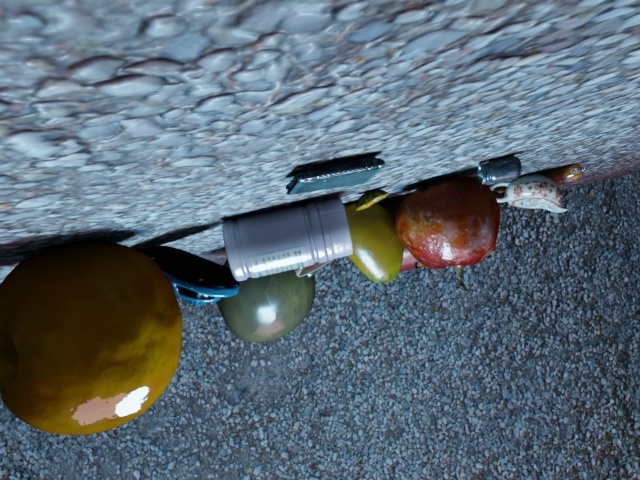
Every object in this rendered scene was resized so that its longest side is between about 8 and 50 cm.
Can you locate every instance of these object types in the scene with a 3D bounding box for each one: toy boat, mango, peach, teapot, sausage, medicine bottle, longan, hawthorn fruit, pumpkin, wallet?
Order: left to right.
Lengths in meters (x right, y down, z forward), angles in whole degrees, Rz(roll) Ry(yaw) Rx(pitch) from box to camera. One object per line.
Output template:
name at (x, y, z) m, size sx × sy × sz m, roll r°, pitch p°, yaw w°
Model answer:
peach at (-0.408, 0.171, 1.037) m, size 0.343 × 0.343 × 0.301 m, roll -15°, pitch 174°, yaw 43°
toy boat at (-0.303, 0.092, 1.271) m, size 0.299 × 0.092 × 0.134 m, roll 19°, pitch -166°, yaw 37°
longan at (-0.191, 0.174, 1.984) m, size 0.336 × 0.404 × 0.404 m, roll 27°, pitch 175°, yaw -2°
medicine bottle at (-0.067, -0.004, 1.188) m, size 0.249 × 0.133 × 0.133 m, roll -14°, pitch 177°, yaw -1°
wallet at (0.019, -0.094, 0.820) m, size 0.129 × 0.026 × 0.088 m, roll -11°, pitch 173°, yaw -17°
pumpkin at (0.109, -0.093, 1.252) m, size 0.083 × 0.028 × 0.050 m, roll -24°, pitch 171°, yaw 26°
mango at (0.131, 0.000, 1.427) m, size 0.151 × 0.221 × 0.120 m, roll -45°, pitch -161°, yaw -11°
hawthorn fruit at (0.308, -0.011, 1.350) m, size 0.242 × 0.272 × 0.242 m, roll -21°, pitch -177°, yaw 1°
teapot at (0.366, -0.151, 1.186) m, size 0.083 × 0.063 × 0.049 m, roll -10°, pitch 146°, yaw 5°
teapot at (0.644, -0.146, 1.783) m, size 0.245 × 0.116 × 0.159 m, roll 1°, pitch 179°, yaw 5°
sausage at (0.688, -0.184, 1.868) m, size 0.053 × 0.053 × 0.348 m, roll -10°, pitch 176°, yaw -45°

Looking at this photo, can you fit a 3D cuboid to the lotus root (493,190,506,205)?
lotus root at (0.446, -0.123, 1.873) m, size 0.329 × 0.078 × 0.167 m, roll -15°, pitch -160°, yaw 1°

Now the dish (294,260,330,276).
dish at (0.000, 0.000, 1.550) m, size 0.213 × 0.090 × 0.213 m, roll -33°, pitch 167°, yaw -9°

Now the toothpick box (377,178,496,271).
toothpick box at (0.286, -0.031, 1.569) m, size 0.333 × 0.204 × 0.204 m, roll -12°, pitch 178°, yaw 9°

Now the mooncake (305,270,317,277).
mooncake at (-0.081, 0.039, 1.719) m, size 0.168 × 0.175 × 0.104 m, roll -39°, pitch -176°, yaw -13°
